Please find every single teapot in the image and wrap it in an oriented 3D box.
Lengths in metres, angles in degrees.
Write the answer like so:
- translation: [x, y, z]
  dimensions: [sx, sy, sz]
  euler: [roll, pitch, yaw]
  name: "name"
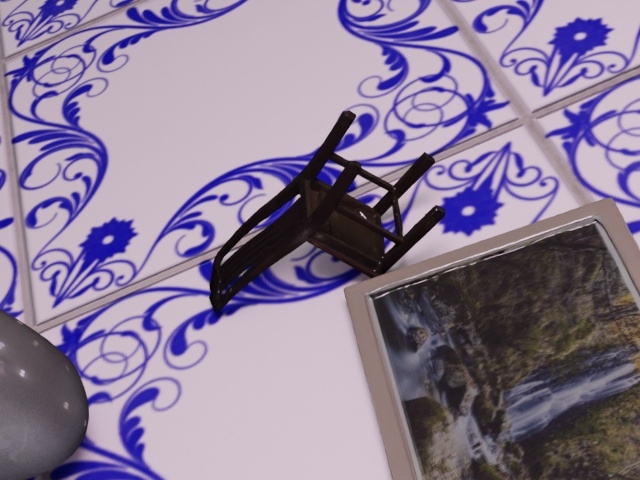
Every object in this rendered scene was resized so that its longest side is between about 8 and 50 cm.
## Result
- translation: [-0.302, 0.173, 0.957]
  dimensions: [0.183, 0.183, 0.251]
  euler: [17, 68, 37]
  name: "teapot"

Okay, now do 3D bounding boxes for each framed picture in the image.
- translation: [0.156, 0.110, 0.910]
  dimensions: [0.240, 0.020, 0.324]
  euler: [-18, 41, 6]
  name: "framed picture"

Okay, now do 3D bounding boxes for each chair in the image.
- translation: [0.000, 0.000, 1.067]
  dimensions: [0.212, 0.101, 0.084]
  euler: [-47, 29, 32]
  name: "chair"
